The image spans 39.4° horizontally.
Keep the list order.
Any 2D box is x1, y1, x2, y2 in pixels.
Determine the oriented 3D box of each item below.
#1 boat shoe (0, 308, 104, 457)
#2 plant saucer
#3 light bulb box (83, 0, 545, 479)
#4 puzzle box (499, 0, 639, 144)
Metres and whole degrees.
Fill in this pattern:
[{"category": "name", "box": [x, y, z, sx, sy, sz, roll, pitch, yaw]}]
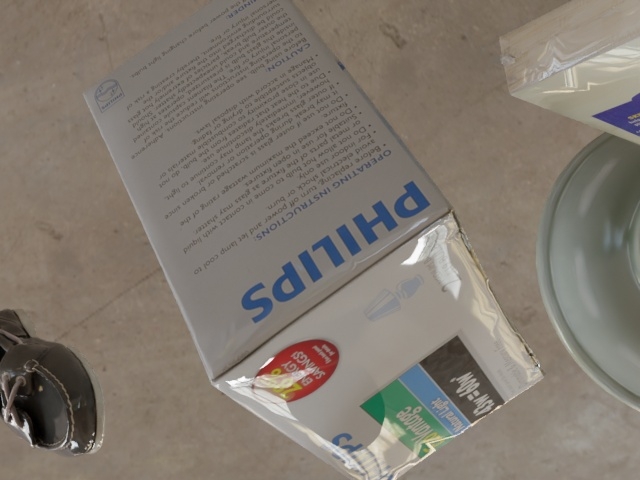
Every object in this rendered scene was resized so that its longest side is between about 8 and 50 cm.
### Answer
[{"category": "boat shoe", "box": [-0.322, 0.149, 0.937, 0.095, 0.335, 0.112, -4, 103, -33]}, {"category": "plant saucer", "box": [0.468, 0.019, 1.069, 0.400, 0.400, 0.100, -5, 166, -3]}, {"category": "light bulb box", "box": [0.000, 0.000, 0.874, 0.225, 0.361, 0.358, -35, 143, 4]}, {"category": "puzzle box", "box": [0.366, -0.170, 0.617, 0.409, 0.052, 0.272, -20, 161, 40]}]
